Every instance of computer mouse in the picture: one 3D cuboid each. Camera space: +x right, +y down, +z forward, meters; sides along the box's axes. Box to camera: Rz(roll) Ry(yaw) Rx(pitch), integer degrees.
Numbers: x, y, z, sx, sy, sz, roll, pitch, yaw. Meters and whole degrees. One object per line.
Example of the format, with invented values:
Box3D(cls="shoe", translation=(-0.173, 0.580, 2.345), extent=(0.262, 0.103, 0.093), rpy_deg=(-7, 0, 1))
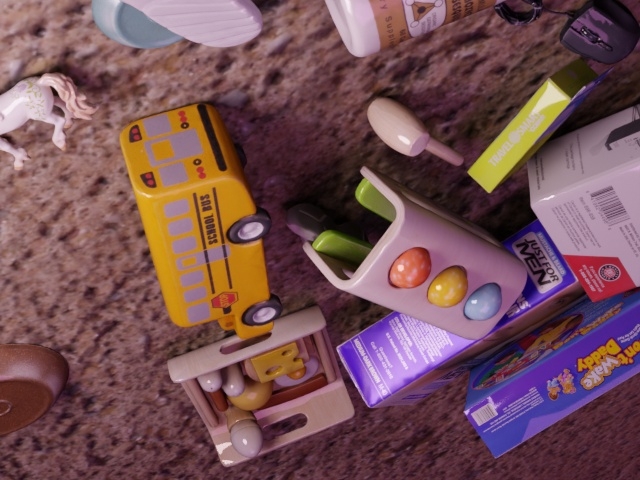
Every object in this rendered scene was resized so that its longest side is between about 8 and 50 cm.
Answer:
Box3D(cls="computer mouse", translation=(0.272, -0.238, 1.333), extent=(0.242, 0.041, 0.071), rpy_deg=(9, 137, -40))

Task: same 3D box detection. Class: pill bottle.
Box3D(cls="pill bottle", translation=(0.114, -0.266, 1.107), extent=(0.229, 0.131, 0.131), rpy_deg=(-22, 148, -2))

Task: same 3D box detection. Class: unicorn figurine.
Box3D(cls="unicorn figurine", translation=(-0.299, -0.110, 1.155), extent=(0.162, 0.060, 0.111), rpy_deg=(-40, 147, -4))

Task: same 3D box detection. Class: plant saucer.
Box3D(cls="plant saucer", translation=(-0.149, -0.215, 1.120), extent=(0.119, 0.021, 0.119), rpy_deg=(-16, 148, -10))
Box3D(cls="plant saucer", translation=(-0.414, 0.201, 1.553), extent=(0.198, 0.036, 0.199), rpy_deg=(-16, 148, -10))

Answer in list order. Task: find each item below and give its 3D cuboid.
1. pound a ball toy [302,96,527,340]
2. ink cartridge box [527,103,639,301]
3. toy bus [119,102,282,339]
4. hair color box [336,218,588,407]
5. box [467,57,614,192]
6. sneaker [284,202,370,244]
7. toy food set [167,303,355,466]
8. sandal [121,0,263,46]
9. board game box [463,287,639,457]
Box3D(cls="pound a ball toy", translation=(0.135, -0.008, 1.442), extent=(0.319, 0.136, 0.208), rpy_deg=(24, 107, -48))
Box3D(cls="ink cartridge box", translation=(0.420, -0.064, 1.509), extent=(0.272, 0.114, 0.197), rpy_deg=(-22, 127, 24))
Box3D(cls="toy bus", translation=(-0.126, -0.004, 1.362), extent=(0.130, 0.108, 0.333), rpy_deg=(-17, 148, -9))
Box3D(cls="hair color box", translation=(0.212, 0.108, 1.707), extent=(0.339, 0.110, 0.185), rpy_deg=(-36, 162, 17))
Box3D(cls="box", translation=(0.255, -0.140, 1.422), extent=(0.178, 0.042, 0.109), rpy_deg=(-51, 170, 36))
Box3D(cls="sneaker", translation=(0.000, 0.000, 1.502), extent=(0.061, 0.054, 0.152), rpy_deg=(-35, 147, 23))
Box3D(cls="toy food set", translation=(-0.073, 0.217, 1.738), extent=(0.219, 0.092, 0.306), rpy_deg=(-21, 148, -3))
Box3D(cls="sandal", translation=(-0.157, -0.248, 1.012), extent=(0.102, 0.076, 0.265), rpy_deg=(-21, 143, 40))
Box3D(cls="board game box", translation=(0.365, 0.144, 1.672), extent=(0.347, 0.078, 0.233), rpy_deg=(-34, -178, 12))
